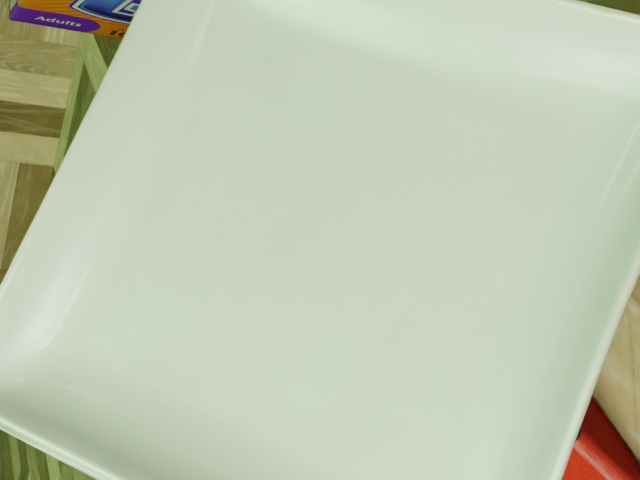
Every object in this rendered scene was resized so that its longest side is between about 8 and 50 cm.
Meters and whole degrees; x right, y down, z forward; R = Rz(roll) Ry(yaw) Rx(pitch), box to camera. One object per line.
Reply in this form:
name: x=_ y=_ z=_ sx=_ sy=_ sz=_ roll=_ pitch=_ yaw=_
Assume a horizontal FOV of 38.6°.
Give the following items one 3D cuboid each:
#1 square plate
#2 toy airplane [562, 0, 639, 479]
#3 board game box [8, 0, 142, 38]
square plate: x=0.000 y=0.000 z=0.523 sx=0.344 sy=0.049 sz=0.347 roll=21 pitch=81 yaw=22
toy airplane: x=0.031 y=0.034 z=0.679 sx=0.386 sy=0.272 sz=0.385 roll=-8 pitch=92 yaw=29
board game box: x=-0.052 y=-0.380 z=0.804 sx=0.356 sy=0.356 sz=0.357 roll=-7 pitch=80 yaw=62
